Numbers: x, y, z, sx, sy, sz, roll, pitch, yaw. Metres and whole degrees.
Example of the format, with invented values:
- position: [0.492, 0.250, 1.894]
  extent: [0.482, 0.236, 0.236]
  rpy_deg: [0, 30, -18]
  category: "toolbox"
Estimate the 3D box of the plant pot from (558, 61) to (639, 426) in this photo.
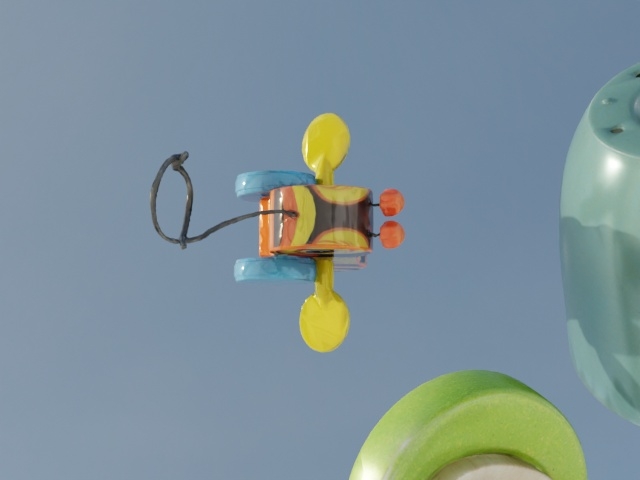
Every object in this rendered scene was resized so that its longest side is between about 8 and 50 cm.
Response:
- position: [0.329, -0.021, 0.903]
  extent: [0.293, 0.293, 0.235]
  rpy_deg: [-18, -59, 5]
  category: "plant pot"

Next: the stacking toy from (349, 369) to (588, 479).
- position: [0.099, 0.232, 0.520]
  extent: [0.309, 0.130, 0.279]
  rpy_deg: [-46, -65, -12]
  category: "stacking toy"

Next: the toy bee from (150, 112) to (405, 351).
- position: [0.000, 0.000, 0.921]
  extent: [0.162, 0.298, 0.195]
  rpy_deg: [-1, -76, 17]
  category: "toy bee"
